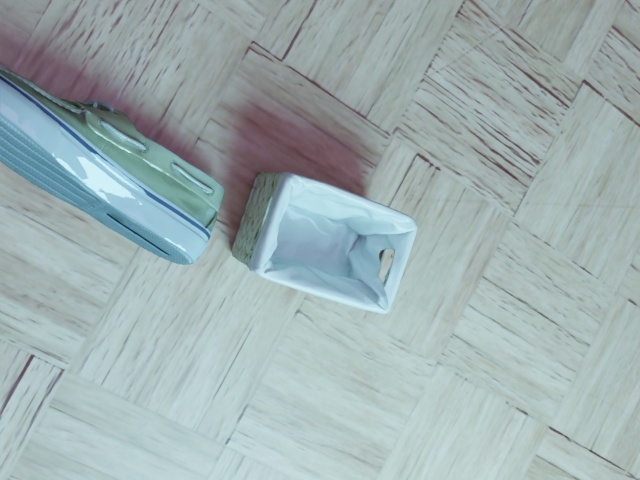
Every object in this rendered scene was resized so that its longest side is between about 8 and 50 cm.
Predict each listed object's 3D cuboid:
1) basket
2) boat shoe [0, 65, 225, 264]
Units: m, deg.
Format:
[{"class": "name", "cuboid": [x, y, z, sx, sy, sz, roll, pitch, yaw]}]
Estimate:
[{"class": "basket", "cuboid": [0.000, 0.000, 1.123, 0.167, 0.103, 0.113, 19, 89, -25]}, {"class": "boat shoe", "cuboid": [-0.223, -0.086, 1.021, 0.302, 0.109, 0.094, 38, 65, -33]}]
